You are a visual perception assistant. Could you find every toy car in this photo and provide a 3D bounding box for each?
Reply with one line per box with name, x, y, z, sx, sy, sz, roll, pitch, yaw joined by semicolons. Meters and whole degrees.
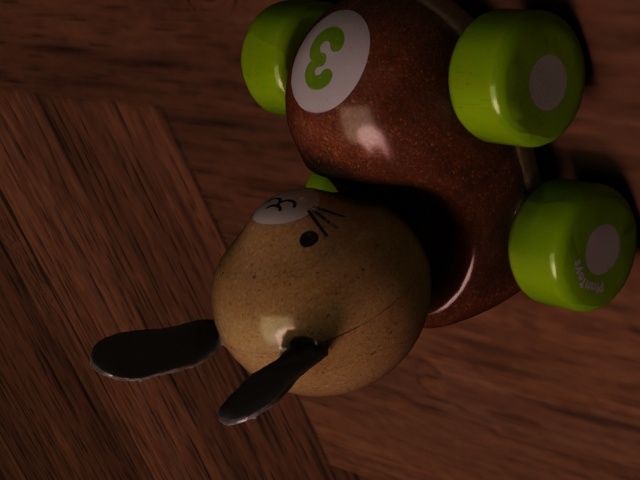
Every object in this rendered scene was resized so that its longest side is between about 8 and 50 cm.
toy car;0.000;0.000;0.649;0.155;0.188;0.149;12;133;48
